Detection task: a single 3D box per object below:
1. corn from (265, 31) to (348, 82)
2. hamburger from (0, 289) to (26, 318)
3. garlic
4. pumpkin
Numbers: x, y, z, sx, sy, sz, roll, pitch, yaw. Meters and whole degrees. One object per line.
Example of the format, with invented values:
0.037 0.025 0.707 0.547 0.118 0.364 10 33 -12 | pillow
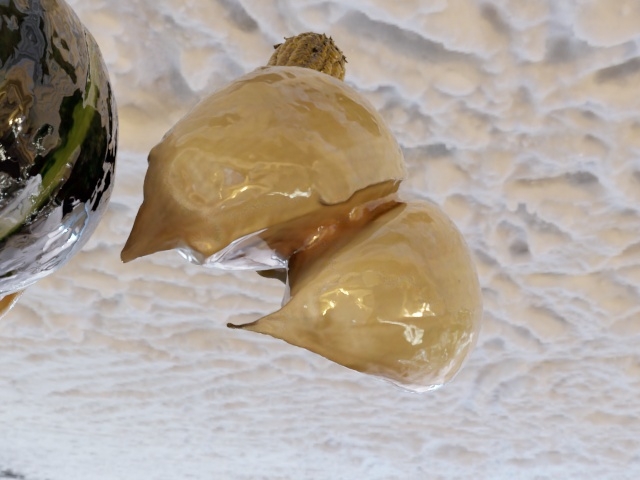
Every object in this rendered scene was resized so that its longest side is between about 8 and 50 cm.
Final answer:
-0.042 -0.171 0.902 0.115 0.318 0.115 12 138 11 | corn
-0.443 -0.015 0.799 0.303 0.261 0.186 -36 176 -10 | hamburger
0.000 0.000 0.594 0.249 0.286 0.313 -13 167 5 | garlic
-0.305 -0.078 0.471 0.323 0.241 0.323 0 153 0 | pumpkin
